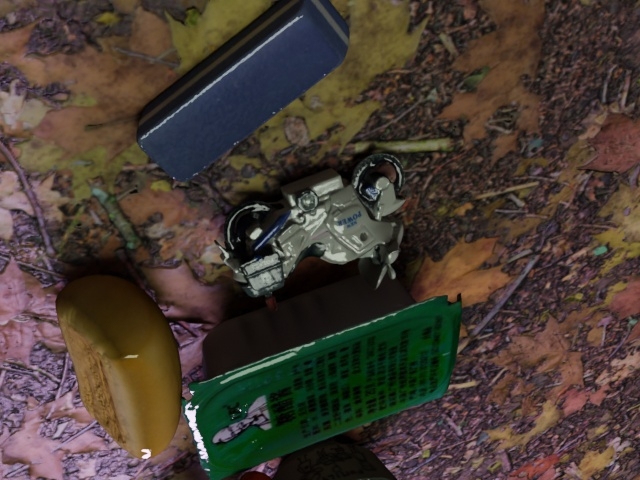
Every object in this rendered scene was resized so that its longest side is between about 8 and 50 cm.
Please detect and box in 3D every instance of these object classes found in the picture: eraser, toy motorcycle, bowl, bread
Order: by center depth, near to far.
[{"bbox_3d":[-0.073,-0.148,1.047,0.225,0.036,0.082,-37,137,10],"label":"eraser"},{"bbox_3d":[-0.206,0.131,1.180,0.098,0.147,0.217,-32,144,-26],"label":"bread"},{"bbox_3d":[0.000,0.000,1.193,0.221,0.102,0.150,-21,117,-12],"label":"toy motorcycle"},{"bbox_3d":[0.007,0.357,1.526,0.212,0.112,0.211,-15,137,-14],"label":"bowl"}]

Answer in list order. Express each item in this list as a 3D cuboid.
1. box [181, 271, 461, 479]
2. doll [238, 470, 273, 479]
[{"bbox_3d":[-0.005,0.142,1.302,0.337,0.106,0.264,-18,146,-10],"label":"box"},{"bbox_3d":[-0.112,0.436,1.438,0.200,0.105,0.336,31,123,1],"label":"doll"}]
